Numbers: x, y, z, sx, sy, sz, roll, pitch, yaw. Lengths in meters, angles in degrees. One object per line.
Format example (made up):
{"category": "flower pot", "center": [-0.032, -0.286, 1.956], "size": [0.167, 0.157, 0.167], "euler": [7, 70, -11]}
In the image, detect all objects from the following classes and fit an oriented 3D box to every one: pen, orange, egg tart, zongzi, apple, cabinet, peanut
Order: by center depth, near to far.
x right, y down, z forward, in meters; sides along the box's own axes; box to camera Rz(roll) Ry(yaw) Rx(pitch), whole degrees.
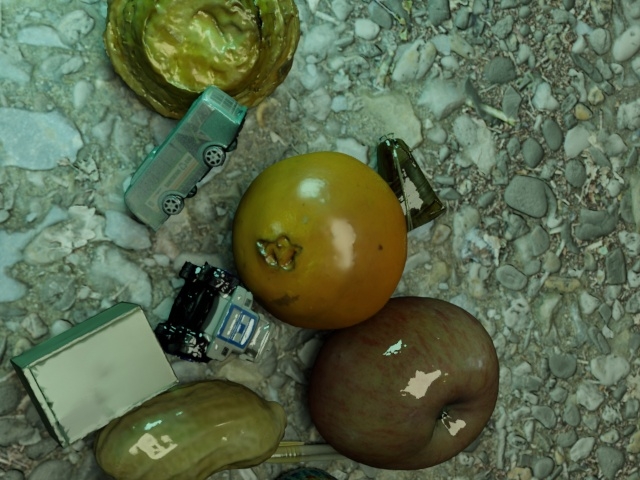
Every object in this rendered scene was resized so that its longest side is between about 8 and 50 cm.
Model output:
{"category": "cabinet", "center": [-0.365, 0.210, 1.595], "size": [0.206, 0.150, 0.145], "euler": [-29, 100, -22]}
{"category": "egg tart", "center": [-0.199, -0.344, 1.635], "size": [0.341, 0.129, 0.341], "euler": [-1, 111, -2]}
{"category": "peanut", "center": [-0.210, 0.323, 1.656], "size": [0.340, 0.158, 0.174], "euler": [-16, 77, -26]}
{"category": "orange", "center": [0.000, 0.000, 1.680], "size": [0.312, 0.312, 0.311], "euler": [1, 88, -23]}
{"category": "apple", "center": [0.159, 0.258, 1.745], "size": [0.345, 0.269, 0.344], "euler": [-4, 98, -29]}
{"category": "pen", "center": [-0.001, 0.384, 1.813], "size": [0.234, 0.032, 0.040], "euler": [2, 67, -25]}
{"category": "zongzi", "center": [0.116, -0.088, 1.858], "size": [0.184, 0.084, 0.187], "euler": [-31, 93, -11]}

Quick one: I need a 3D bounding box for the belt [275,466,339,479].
{"category": "belt", "center": [0.000, 0.535, 1.743], "size": [0.207, 0.150, 0.257], "euler": [-26, 97, -13]}

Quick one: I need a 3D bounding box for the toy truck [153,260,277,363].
{"category": "toy truck", "center": [-0.167, 0.140, 1.652], "size": [0.177, 0.213, 0.161], "euler": [29, 78, -24]}

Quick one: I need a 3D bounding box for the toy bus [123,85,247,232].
{"category": "toy bus", "center": [-0.222, -0.132, 1.634], "size": [0.109, 0.091, 0.261], "euler": [38, 115, -12]}
